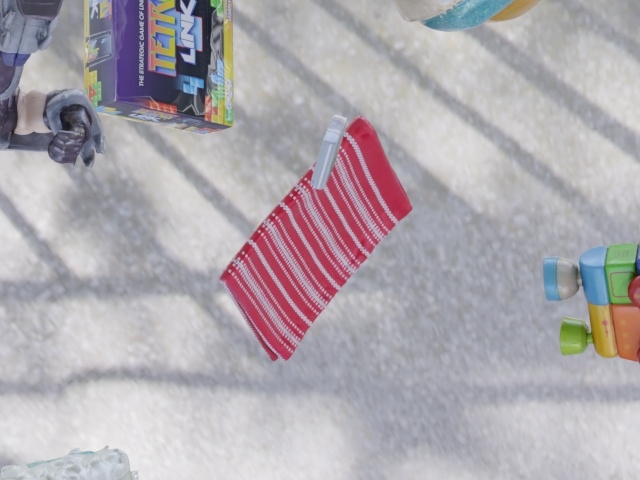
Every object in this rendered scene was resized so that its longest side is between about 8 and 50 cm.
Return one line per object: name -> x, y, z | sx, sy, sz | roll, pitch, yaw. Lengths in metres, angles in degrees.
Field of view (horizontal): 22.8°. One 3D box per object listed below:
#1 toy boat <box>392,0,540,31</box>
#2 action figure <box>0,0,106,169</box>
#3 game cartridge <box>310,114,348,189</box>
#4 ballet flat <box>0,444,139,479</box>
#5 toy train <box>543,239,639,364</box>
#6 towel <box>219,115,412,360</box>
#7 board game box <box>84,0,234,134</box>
toy boat -> 0.201, -0.270, 1.316 | 0.318, 0.148, 0.267 | -21, 24, 47
action figure -> -0.218, -0.096, 0.952 | 0.185, 0.285, 0.099 | -4, 72, -16
game cartridge -> 0.009, -0.086, 1.480 | 0.017, 0.056, 0.083 | 14, 23, 3
ballet flat -> -0.112, 0.327, 1.132 | 0.147, 0.409, 0.147 | -19, 15, 5
toy train -> 0.346, 0.118, 1.859 | 0.143, 0.248, 0.105 | -3, 29, 19
towel -> 0.000, 0.000, 1.941 | 0.031, 0.199, 0.275 | 27, 69, 36
board game box -> -0.144, -0.191, 1.432 | 0.048, 0.141, 0.170 | -11, 77, 43
